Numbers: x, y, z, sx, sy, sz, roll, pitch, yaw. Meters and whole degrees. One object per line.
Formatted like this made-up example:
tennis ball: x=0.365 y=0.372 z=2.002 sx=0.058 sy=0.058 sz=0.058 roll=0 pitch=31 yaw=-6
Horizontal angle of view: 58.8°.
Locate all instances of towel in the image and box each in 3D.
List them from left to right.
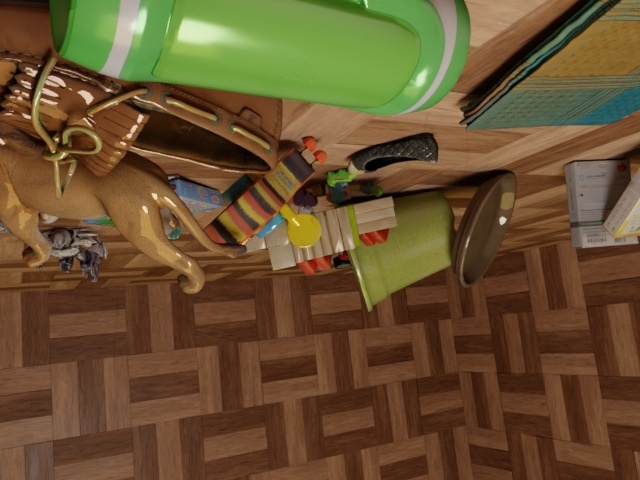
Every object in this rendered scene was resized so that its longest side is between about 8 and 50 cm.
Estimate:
towel: x=0.366 y=-0.219 z=0.665 sx=0.272 sy=0.040 sz=0.370 roll=-5 pitch=170 yaw=-15

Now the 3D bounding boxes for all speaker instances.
speaker: x=-0.032 y=-0.168 z=0.422 sx=0.297 sy=0.131 sz=0.131 roll=0 pitch=170 yaw=-32

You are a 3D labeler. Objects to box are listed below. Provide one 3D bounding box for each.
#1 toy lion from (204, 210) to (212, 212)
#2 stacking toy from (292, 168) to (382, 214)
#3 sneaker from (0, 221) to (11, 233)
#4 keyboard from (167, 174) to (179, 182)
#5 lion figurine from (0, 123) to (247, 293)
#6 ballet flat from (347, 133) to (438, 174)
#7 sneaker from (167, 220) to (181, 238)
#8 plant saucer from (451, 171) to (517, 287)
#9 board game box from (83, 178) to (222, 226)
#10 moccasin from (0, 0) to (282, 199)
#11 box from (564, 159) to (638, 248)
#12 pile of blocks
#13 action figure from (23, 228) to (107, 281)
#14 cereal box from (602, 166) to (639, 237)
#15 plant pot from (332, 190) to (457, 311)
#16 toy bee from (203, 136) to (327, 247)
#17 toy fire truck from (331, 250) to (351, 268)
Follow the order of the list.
toy lion: x=-0.276 y=-0.069 z=1.228 sx=0.100 sy=0.034 sz=0.096 roll=-7 pitch=178 yaw=1
stacking toy: x=0.004 y=-0.092 z=1.191 sx=0.221 sy=0.052 sz=0.167 roll=-11 pitch=170 yaw=26
sneaker: x=-0.628 y=-0.037 z=1.154 sx=0.058 sy=0.052 sz=0.135 roll=6 pitch=162 yaw=-10
keyboard: x=-0.336 y=-0.087 z=1.109 sx=0.072 sy=0.014 sz=0.256 roll=-2 pitch=171 yaw=-26
lion figurine: x=-0.291 y=-0.060 z=0.669 sx=0.393 sy=0.142 sz=0.240 roll=3 pitch=144 yaw=1
ballet flat: x=0.119 y=-0.138 z=0.971 sx=0.173 sy=0.049 sz=0.057 roll=-12 pitch=169 yaw=36
sneaker: x=-0.408 y=-0.025 z=1.324 sx=0.076 sy=0.064 sz=0.166 roll=-7 pitch=171 yaw=32
plant saucer: x=0.370 y=-0.026 z=1.290 sx=0.041 sy=0.277 sz=0.278 roll=24 pitch=-172 yaw=31
board game box: x=-0.322 y=-0.066 z=1.101 sx=0.212 sy=0.039 sz=0.160 roll=-14 pitch=173 yaw=16
moccasin: x=-0.205 y=-0.119 z=0.539 sx=0.380 sy=0.146 sz=0.139 roll=2 pitch=168 yaw=-44
box: x=0.611 y=-0.080 z=1.239 sx=0.145 sy=0.186 sz=0.038 roll=-4 pitch=179 yaw=-14
pile of blocks: x=0.000 y=0.000 z=1.113 sx=0.362 sy=0.112 sz=0.149 roll=-14 pitch=-176 yaw=-35
action figure: x=-0.627 y=0.032 z=1.429 sx=0.186 sy=0.099 sz=0.285 roll=5 pitch=165 yaw=-11
cereal box: x=0.700 y=-0.111 z=1.139 sx=0.173 sy=0.047 sz=0.240 roll=-3 pitch=133 yaw=-18
plant pot: x=0.190 y=0.002 z=1.359 sx=0.254 sy=0.276 sz=0.276 roll=-17 pitch=171 yaw=1
toy bee: x=-0.074 y=-0.095 z=0.879 sx=0.162 sy=0.298 sz=0.195 roll=-39 pitch=121 yaw=21
toy fire truck: x=0.173 y=0.010 z=1.736 sx=0.217 sy=0.158 sz=0.246 roll=2 pitch=157 yaw=-39
